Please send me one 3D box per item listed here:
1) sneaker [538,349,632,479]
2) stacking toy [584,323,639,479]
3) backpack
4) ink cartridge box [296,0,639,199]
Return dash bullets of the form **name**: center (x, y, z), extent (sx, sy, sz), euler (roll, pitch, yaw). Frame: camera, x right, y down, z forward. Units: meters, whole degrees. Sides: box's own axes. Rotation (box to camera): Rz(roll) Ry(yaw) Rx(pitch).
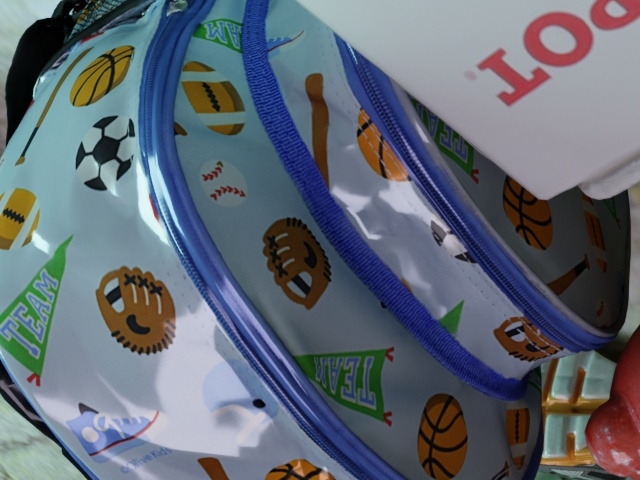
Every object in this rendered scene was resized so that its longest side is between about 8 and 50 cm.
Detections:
- **sneaker**: center (0.151, 0.104, 0.699), extent (0.215, 0.084, 0.083), euler (13, 152, 22)
- **stacking toy**: center (0.254, 0.111, 0.456), extent (0.309, 0.130, 0.279), euler (19, 152, 28)
- **backpack**: center (0.000, 0.000, 0.507), extent (0.276, 0.263, 0.213), euler (42, 129, -20)
- **ink cartridge box**: center (0.022, -0.226, 0.288), extent (0.395, 0.166, 0.285), euler (38, 144, -13)
